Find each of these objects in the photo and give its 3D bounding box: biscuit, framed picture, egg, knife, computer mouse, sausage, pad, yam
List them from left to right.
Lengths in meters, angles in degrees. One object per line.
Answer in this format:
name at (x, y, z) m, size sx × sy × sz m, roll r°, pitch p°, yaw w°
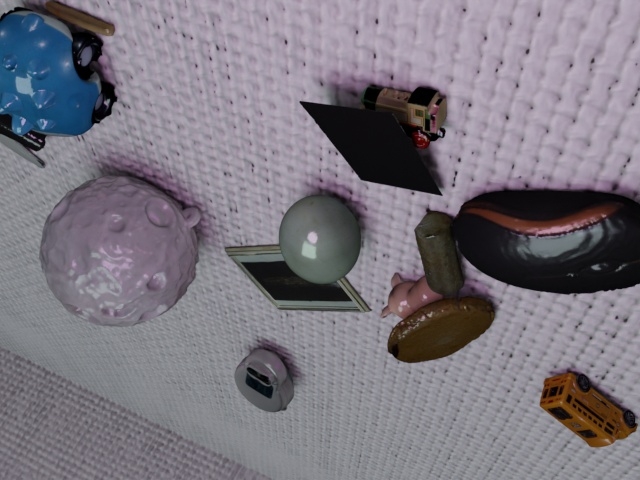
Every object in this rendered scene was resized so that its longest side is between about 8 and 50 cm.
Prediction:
knife at (-0.776, -0.275, 1.718) m, size 0.081 × 0.043 × 0.336 m, roll -2°, pitch 138°, yaw 42°
sausage at (-0.413, -0.379, 1.276) m, size 0.132 × 0.024 × 0.024 m, roll 23°, pitch 149°, yaw 10°
framed picture at (-0.057, 0.090, 1.669) m, size 0.293 × 0.018 × 0.231 m, roll -4°, pitch 136°, yaw 43°
egg at (0.000, 0.000, 1.361) m, size 0.149 × 0.149 × 0.192 m, roll 17°, pitch 154°, yaw 21°
pad at (0.084, -0.139, 1.153) m, size 0.164 × 0.004 × 0.243 m, roll 14°, pitch 163°, yaw 32°
yam at (0.206, 0.024, 1.306) m, size 0.068 × 0.068 × 0.169 m, roll 10°, pitch 144°, yaw 29°
biscuit at (0.227, 0.169, 1.420) m, size 0.226 × 0.042 × 0.226 m, roll -14°, pitch 148°, yaw -9°
computer mouse at (0.348, 0.010, 1.125) m, size 0.323 × 0.116 × 0.183 m, roll 2°, pitch 145°, yaw 37°

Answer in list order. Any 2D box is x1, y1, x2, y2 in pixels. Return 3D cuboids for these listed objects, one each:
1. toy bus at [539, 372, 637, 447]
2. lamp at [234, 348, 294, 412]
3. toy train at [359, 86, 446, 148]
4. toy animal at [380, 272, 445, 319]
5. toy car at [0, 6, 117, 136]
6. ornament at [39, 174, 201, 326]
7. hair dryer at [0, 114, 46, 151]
toy bus at (0.531, 0.345, 1.481) m, size 0.194 × 0.088 × 0.083 m, roll 37°, pitch 148°, yaw -11°
lamp at (-0.149, 0.379, 2.082) m, size 0.180 × 0.108 × 0.246 m, roll 26°, pitch 142°, yaw 13°
toy train at (0.117, -0.186, 1.092) m, size 0.138 × 0.050 × 0.087 m, roll 16°, pitch 142°, yaw 24°
toy animal at (0.185, 0.105, 1.434) m, size 0.150 × 0.083 × 0.089 m, roll -23°, pitch 109°, yaw 40°
toy car at (-0.499, -0.279, 1.336) m, size 0.189 × 0.190 × 0.255 m, roll 24°, pitch 151°, yaw 9°
ornament at (-0.439, 0.031, 1.620) m, size 0.337 × 0.337 × 0.337 m, roll 21°, pitch 148°, yaw 14°
hair dryer at (-0.809, -0.230, 1.652) m, size 0.304 × 0.120 × 0.359 m, roll 35°, pitch 123°, yaw -29°
